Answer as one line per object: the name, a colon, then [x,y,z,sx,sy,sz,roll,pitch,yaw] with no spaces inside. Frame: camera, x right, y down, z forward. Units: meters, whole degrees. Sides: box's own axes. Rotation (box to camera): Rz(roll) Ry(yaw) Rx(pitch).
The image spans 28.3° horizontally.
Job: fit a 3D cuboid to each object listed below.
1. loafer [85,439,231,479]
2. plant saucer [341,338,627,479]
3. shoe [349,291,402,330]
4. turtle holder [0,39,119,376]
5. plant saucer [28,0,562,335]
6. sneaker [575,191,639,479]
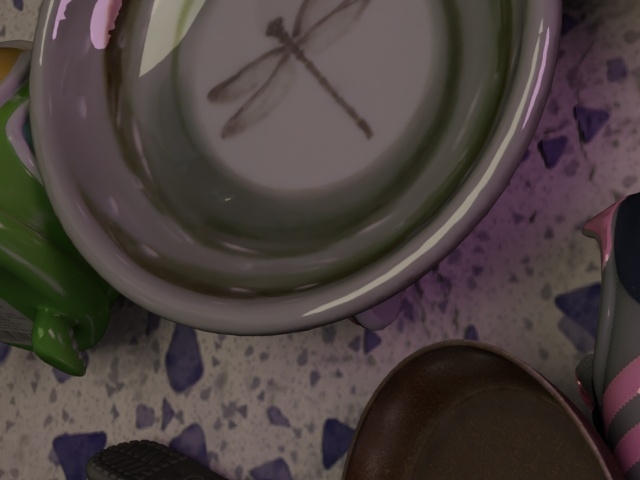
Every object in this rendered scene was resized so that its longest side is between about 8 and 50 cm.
loafer: [-0.083,0.229,0.948,0.251,0.094,0.087,22,118,46]
plant saucer: [0.104,0.215,0.767,0.310,0.050,0.311,-5,84,59]
shoe: [0.000,0.000,0.941,0.081,0.063,0.178,-33,58,28]
turtle holder: [-0.287,-0.049,1.011,0.243,0.320,0.227,-26,38,57]
plant saucer: [-0.016,-0.128,0.878,0.400,0.100,0.401,-6,77,27]
sneaker: [0.212,0.121,0.749,0.131,0.112,0.319,-8,74,55]
